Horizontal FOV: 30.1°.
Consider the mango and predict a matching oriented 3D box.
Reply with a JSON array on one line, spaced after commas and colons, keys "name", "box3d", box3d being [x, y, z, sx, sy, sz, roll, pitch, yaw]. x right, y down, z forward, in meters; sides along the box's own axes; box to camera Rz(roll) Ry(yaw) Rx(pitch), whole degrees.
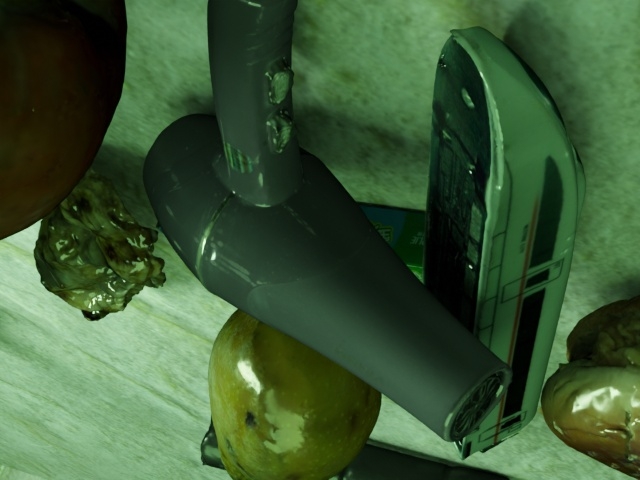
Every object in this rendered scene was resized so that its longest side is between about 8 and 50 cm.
[{"name": "mango", "box3d": [-0.034, 0.157, 1.189, 0.175, 0.176, 0.329, 31, 162, 4]}]

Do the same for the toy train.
[{"name": "toy train", "box3d": [0.121, 0.008, 0.785, 0.088, 0.086, 0.407, -20, 146, -11]}]

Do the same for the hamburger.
[{"name": "hamburger", "box3d": [0.318, 0.141, 0.934, 0.286, 0.146, 0.243, 15, 164, 7]}]

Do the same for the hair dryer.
[{"name": "hair dryer", "box3d": [-0.009, -0.056, 0.713, 0.301, 0.121, 0.361, 39, 153, 29]}]

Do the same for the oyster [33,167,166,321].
[{"name": "oyster", "box3d": [-0.209, 0.023, 1.108, 0.128, 0.078, 0.345, 40, 157, 0]}]

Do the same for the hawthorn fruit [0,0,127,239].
[{"name": "hawthorn fruit", "box3d": [-0.222, -0.108, 0.600, 0.301, 0.268, 0.268, 1, 152, 35]}]

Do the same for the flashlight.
[{"name": "flashlight", "box3d": [0.047, 0.307, 1.584, 0.424, 0.103, 0.103, 14, 157, 10]}]

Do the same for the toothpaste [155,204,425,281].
[{"name": "toothpaste", "box3d": [0.000, 0.000, 0.960, 0.266, 0.050, 0.065, 8, 153, 22]}]
